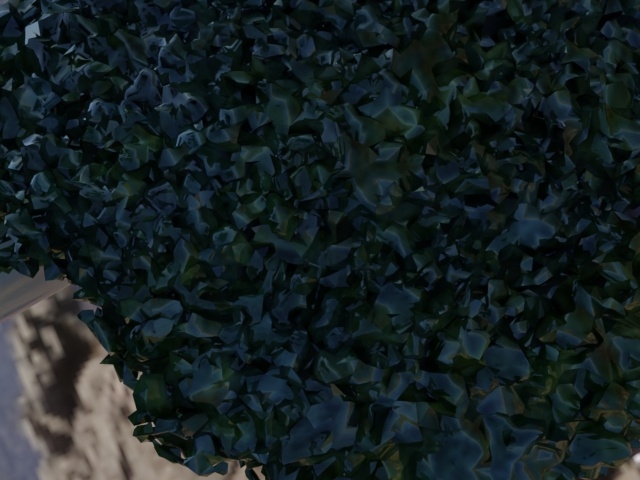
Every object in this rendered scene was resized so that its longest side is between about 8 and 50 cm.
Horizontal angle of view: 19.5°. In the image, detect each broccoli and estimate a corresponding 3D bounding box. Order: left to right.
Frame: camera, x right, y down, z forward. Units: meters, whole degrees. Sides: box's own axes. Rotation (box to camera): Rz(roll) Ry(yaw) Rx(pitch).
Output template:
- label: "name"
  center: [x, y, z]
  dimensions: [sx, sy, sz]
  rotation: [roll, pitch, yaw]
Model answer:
- label: "broccoli"
  center: [0.000, 0.000, 0.490]
  dimensions: [0.220, 0.194, 0.194]
  rotation: [16, 137, 0]

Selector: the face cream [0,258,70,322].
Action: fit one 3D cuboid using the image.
- label: "face cream"
  center: [-0.099, -0.014, 0.558]
  dimensions: [0.072, 0.182, 0.051]
  rotation: [57, 156, 9]
